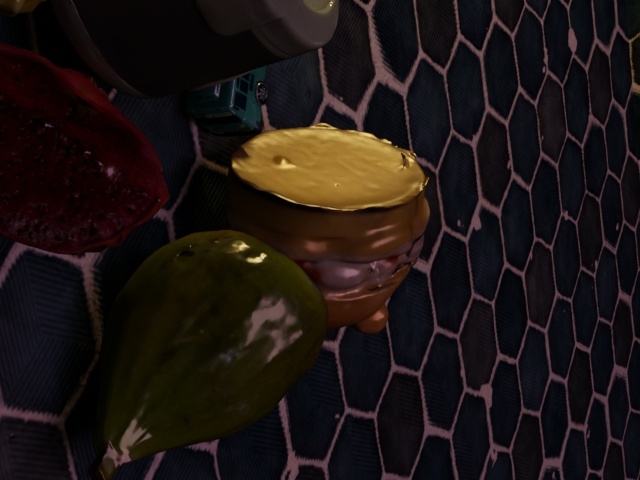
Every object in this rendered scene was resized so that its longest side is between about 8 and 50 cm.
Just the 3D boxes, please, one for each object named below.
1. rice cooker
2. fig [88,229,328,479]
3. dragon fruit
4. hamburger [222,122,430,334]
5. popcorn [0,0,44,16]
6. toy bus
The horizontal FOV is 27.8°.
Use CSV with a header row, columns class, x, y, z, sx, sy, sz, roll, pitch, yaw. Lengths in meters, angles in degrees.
class,x,y,z,sx,sy,sz,roll,pitch,yaw
rice cooker,-0.123,-0.304,1.352,0.288,0.277,0.288,-15,90,-71
fig,-0.142,0.112,1.424,0.314,0.233,0.233,-20,108,-53
dragon fruit,-0.271,-0.094,1.275,0.262,0.134,0.211,36,26,-5
hamburger,0.000,0.000,1.633,0.276,0.276,0.237,-36,139,-54
popcorn,-0.320,-0.303,1.146,0.235,0.181,0.217,-34,118,-60
toy bus,-0.115,-0.216,1.601,0.092,0.079,0.160,24,69,-58
